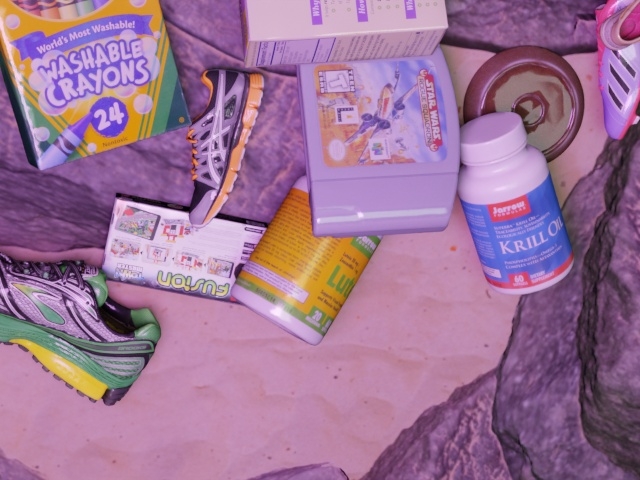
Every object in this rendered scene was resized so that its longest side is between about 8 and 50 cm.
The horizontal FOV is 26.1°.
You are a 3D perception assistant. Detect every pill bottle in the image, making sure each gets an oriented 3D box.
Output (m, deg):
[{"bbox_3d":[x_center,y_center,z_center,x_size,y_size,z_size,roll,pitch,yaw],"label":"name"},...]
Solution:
[{"bbox_3d":[0.248,-0.050,1.812,0.124,0.124,0.222,-23,115,-1],"label":"pill bottle"},{"bbox_3d":[0.000,0.000,1.791,0.136,0.136,0.246,32,85,-14],"label":"pill bottle"}]

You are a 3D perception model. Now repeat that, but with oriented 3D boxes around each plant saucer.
[{"bbox_3d":[0.276,-0.175,1.850,0.168,0.029,0.169,-2,104,-8],"label":"plant saucer"}]

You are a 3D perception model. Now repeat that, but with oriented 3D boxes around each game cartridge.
[{"bbox_3d":[0.074,-0.152,1.742,0.198,0.062,0.297,-5,71,-3],"label":"game cartridge"}]

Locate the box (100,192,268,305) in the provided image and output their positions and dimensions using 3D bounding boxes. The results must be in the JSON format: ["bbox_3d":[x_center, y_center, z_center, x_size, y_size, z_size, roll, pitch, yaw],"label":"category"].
[{"bbox_3d":[-0.181,0.013,1.833,0.206,0.036,0.114,12,102,-10],"label":"box"}]

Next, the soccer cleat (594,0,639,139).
[{"bbox_3d":[0.397,-0.260,1.825,0.095,0.083,0.248,12,102,6],"label":"soccer cleat"}]

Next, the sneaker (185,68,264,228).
[{"bbox_3d":[-0.138,-0.121,1.783,0.083,0.084,0.215,17,87,-8],"label":"sneaker"}]

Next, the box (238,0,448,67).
[{"bbox_3d":[0.019,-0.336,1.695,0.242,0.117,0.214,-5,81,-7],"label":"box"}]

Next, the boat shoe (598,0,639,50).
[{"bbox_3d":[0.435,-0.297,1.749,0.170,0.059,0.063,-38,101,-1],"label":"boat shoe"}]

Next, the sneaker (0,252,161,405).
[{"bbox_3d":[-0.357,0.063,1.771,0.343,0.134,0.146,34,108,-22],"label":"sneaker"}]

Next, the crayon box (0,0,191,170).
[{"bbox_3d":[-0.301,-0.270,1.700,0.203,0.083,0.323,-19,105,-18],"label":"crayon box"}]
